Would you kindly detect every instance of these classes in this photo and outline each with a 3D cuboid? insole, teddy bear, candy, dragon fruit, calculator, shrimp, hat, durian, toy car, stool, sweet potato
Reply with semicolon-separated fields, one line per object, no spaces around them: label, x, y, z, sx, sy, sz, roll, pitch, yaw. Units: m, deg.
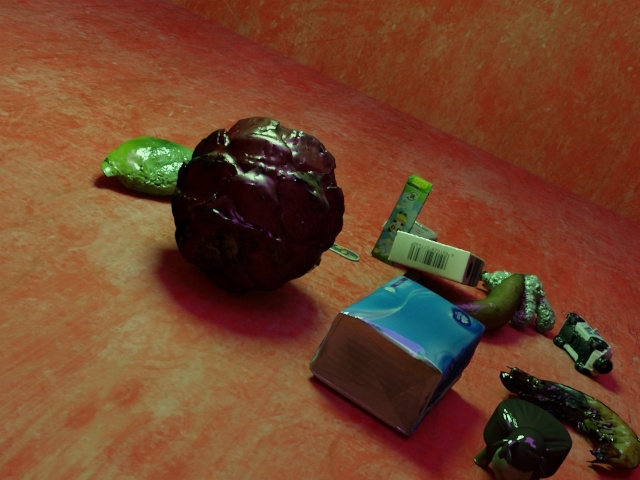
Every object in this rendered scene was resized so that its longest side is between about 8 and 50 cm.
insole;0.000;0.000;1.970;0.197;0.004;0.065;27;20;9
teddy bear;0.455;0.115;2.037;0.133;0.111;0.213;13;24;-38
candy;0.188;-0.049;2.026;0.062;0.194;0.097;27;19;4
dragon fruit;-0.115;-0.062;1.577;0.329;0.329;0.329;21;20;-8
calculator;0.230;-0.020;2.240;0.100;0.032;0.175;35;22;28
shrimp;0.454;0.324;1.583;0.290;0.054;0.222;27;20;-4
hat;0.189;0.101;1.887;0.058;0.042;0.087;4;37;37
durian;-0.342;-0.156;1.835;0.250;0.101;0.139;11;24;-32
toy car;0.583;0.233;1.925;0.070;0.080;0.170;16;21;-22
stool;0.301;0.319;1.324;0.125;0.121;0.217;31;19;13
sweet potato;0.341;0.146;1.872;0.346;0.079;0.108;-10;44;-36

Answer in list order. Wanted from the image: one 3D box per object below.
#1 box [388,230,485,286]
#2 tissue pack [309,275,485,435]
box;0.258;0.044;1.917;0.164;0.069;0.256;18;1;18
tissue pack;0.135;0.178;1.461;0.198;0.146;0.263;31;21;17
